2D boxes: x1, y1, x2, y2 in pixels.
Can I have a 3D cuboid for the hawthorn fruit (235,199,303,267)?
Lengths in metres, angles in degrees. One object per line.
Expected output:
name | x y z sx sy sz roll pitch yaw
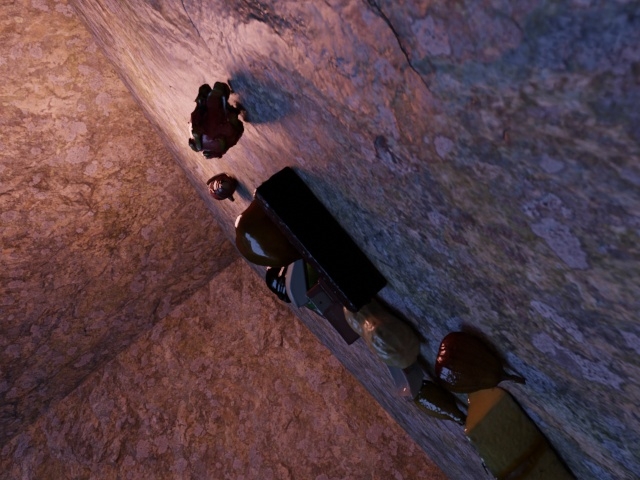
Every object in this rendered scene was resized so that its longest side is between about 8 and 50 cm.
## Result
hawthorn fruit | -0.127 -0.008 1.273 0.248 0.208 0.208 29 160 15

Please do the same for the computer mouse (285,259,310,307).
computer mouse | -0.078 0.109 1.405 0.128 0.079 0.231 -95 2 -81

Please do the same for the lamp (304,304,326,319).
lamp | -0.028 0.243 1.764 0.250 0.101 0.101 42 164 18

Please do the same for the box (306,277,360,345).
box | 0.055 0.207 1.338 0.215 0.086 0.215 51 -179 2

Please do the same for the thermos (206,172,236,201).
thermos | -0.388 -0.208 1.714 0.124 0.098 0.232 58 165 -14

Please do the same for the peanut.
peanut | 0.152 0.228 1.132 0.256 0.123 0.124 41 164 36

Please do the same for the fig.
fig | 0.284 0.222 0.796 0.119 0.152 0.119 48 -148 -43

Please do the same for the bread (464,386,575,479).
bread | 0.410 0.435 0.903 0.266 0.178 0.141 49 135 -6

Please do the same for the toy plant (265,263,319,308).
toy plant | -0.078 0.158 1.592 0.235 0.176 0.218 17 147 18

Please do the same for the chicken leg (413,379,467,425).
chicken leg | 0.361 0.476 1.197 0.107 0.087 0.251 46 164 -34

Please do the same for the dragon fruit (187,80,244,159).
dragon fruit | -0.254 -0.291 1.032 0.133 0.150 0.208 46 140 20

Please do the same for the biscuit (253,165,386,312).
biscuit | 0.000 0.000 1.029 0.388 0.107 0.073 50 163 1

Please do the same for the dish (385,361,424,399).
dish | 0.224 0.348 1.252 0.213 0.077 0.151 58 167 13
